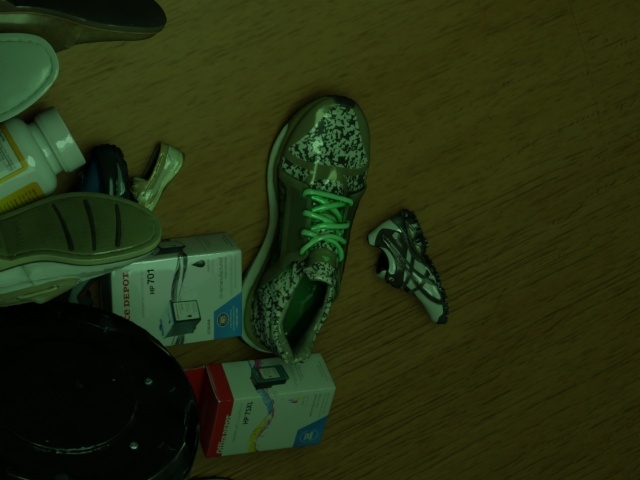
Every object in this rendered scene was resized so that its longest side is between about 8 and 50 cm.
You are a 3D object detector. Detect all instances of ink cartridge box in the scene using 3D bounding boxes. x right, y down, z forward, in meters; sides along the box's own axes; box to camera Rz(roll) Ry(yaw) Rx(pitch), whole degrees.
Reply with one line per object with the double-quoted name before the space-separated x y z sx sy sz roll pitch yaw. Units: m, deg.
"ink cartridge box" -0.106 0.249 1.951 0.231 0.078 0.134 -5 133 -20
"ink cartridge box" -0.213 0.074 1.864 0.191 0.082 0.139 -8 112 -21

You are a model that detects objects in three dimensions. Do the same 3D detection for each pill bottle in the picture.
"pill bottle" -0.418 -0.089 1.700 0.208 0.117 0.117 -30 118 -8

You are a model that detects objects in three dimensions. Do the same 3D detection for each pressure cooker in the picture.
"pressure cooker" -0.369 0.340 1.712 0.370 0.375 0.420 6 130 -15

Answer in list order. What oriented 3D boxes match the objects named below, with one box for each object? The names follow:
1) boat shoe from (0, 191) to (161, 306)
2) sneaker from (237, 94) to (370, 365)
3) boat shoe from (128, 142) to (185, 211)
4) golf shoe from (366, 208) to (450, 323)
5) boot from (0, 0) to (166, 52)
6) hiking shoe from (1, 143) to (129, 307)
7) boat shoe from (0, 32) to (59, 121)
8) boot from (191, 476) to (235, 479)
"boat shoe" -0.356 0.017 1.676 0.302 0.113 0.103 -7 145 -13
"sneaker" 0.000 0.000 1.863 0.158 0.182 0.410 8 106 -24
"boat shoe" -0.243 -0.076 1.817 0.045 0.050 0.135 35 84 -25
"golf shoe" 0.134 0.051 2.006 0.094 0.077 0.198 -24 110 0
"boot" -0.354 -0.280 1.681 0.305 0.112 0.115 1 132 -21
"hiking shoe" -0.351 0.007 1.765 0.132 0.113 0.304 15 103 -27
"boat shoe" -0.467 -0.175 1.640 0.303 0.091 0.114 -19 92 0
"boot" -0.110 0.441 2.011 0.198 0.137 0.077 26 98 -27
